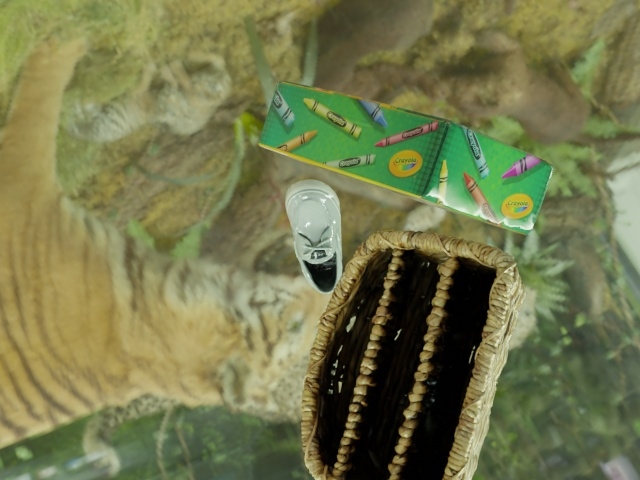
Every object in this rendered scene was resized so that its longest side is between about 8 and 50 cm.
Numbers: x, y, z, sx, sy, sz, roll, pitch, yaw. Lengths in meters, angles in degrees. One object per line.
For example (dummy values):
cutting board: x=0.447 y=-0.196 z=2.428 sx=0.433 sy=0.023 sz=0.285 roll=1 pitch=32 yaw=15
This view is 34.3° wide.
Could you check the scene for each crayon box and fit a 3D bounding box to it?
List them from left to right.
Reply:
crayon box: x=0.083 y=-0.091 z=1.099 sx=0.165 sy=0.278 sz=0.081 roll=15 pitch=95 yaw=-41

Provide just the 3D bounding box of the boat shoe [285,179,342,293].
boat shoe: x=-0.001 y=0.001 z=1.564 sx=0.079 sy=0.081 sz=0.227 roll=-10 pitch=143 yaw=3

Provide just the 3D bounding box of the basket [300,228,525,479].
basket: x=0.085 y=0.139 z=1.127 sx=0.223 sy=0.214 sz=0.299 roll=30 pitch=76 yaw=-75
